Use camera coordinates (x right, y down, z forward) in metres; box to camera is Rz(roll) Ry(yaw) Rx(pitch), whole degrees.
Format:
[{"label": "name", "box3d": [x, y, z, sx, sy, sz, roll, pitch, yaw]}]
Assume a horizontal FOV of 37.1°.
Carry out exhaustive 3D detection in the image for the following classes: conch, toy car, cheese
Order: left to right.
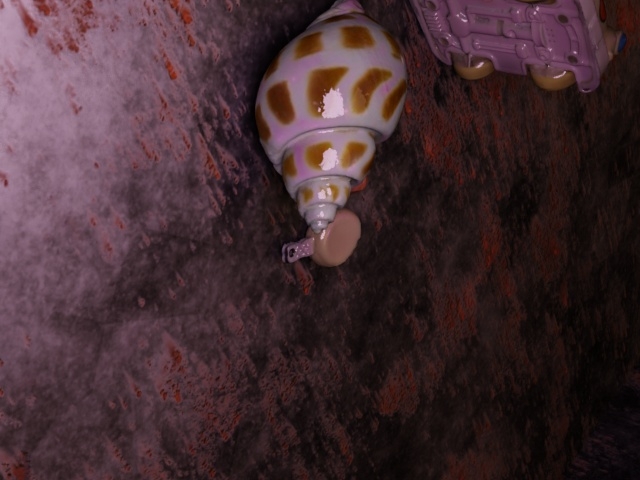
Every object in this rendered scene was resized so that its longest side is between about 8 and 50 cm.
[{"label": "cheese", "box3d": [0.002, 0.006, 1.577, 0.171, 0.048, 0.092, -41, 128, -34]}, {"label": "conch", "box3d": [0.019, -0.194, 1.418, 0.368, 0.197, 0.249, -62, 157, -7]}, {"label": "toy car", "box3d": [0.337, -0.410, 1.593, 0.226, 0.336, 0.242, -56, 138, -22]}]

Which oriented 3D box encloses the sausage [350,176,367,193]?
[{"label": "sausage", "box3d": [0.020, -0.101, 1.553, 0.169, 0.065, 0.065, -7, 108, -48]}]
